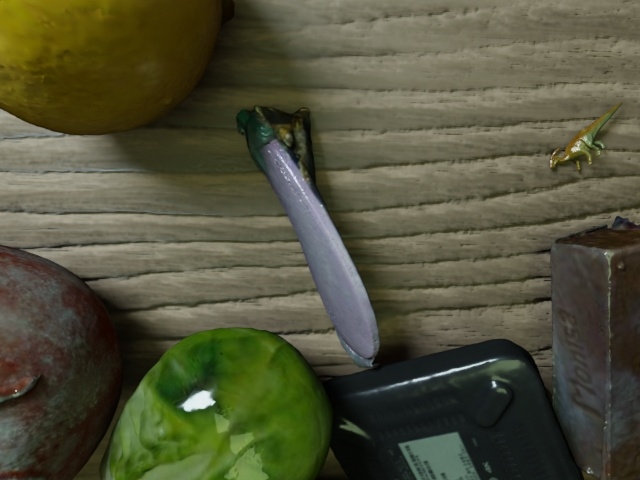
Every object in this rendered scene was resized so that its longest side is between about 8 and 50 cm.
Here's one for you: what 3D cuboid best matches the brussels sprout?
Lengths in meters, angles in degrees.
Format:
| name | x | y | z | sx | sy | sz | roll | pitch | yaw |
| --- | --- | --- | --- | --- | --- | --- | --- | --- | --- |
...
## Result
| name | x | y | z | sx | sy | sz | roll | pitch | yaw |
| --- | --- | --- | --- | --- | --- | --- | --- | --- | --- |
| brussels sprout | -0.124 | 0.221 | 0.485 | 0.271 | 0.210 | 0.219 | -37 | 77 | -4 |

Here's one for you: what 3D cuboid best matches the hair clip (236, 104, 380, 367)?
| name | x | y | z | sx | sy | sz | roll | pitch | yaw |
| --- | --- | --- | --- | --- | --- | --- | --- | --- | --- |
| hair clip | 0.001 | 0.000 | 0.506 | 0.110 | 0.095 | 0.359 | -16 | 95 | 33 |

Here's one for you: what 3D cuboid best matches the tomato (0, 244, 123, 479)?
| name | x | y | z | sx | sy | sz | roll | pitch | yaw |
| --- | --- | --- | --- | --- | --- | --- | --- | --- | --- |
| tomato | -0.384 | 0.151 | 0.435 | 0.316 | 0.282 | 0.317 | -1 | 103 | -5 |

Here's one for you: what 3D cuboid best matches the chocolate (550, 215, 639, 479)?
| name | x | y | z | sx | sy | sz | roll | pitch | yaw |
| --- | --- | --- | --- | --- | --- | --- | --- | --- | --- |
| chocolate | 0.361 | 0.135 | 0.525 | 0.112 | 0.112 | 0.321 | -6 | 99 | -15 |

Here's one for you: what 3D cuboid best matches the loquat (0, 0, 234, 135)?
| name | x | y | z | sx | sy | sz | roll | pitch | yaw |
| --- | --- | --- | --- | --- | --- | --- | --- | --- | --- |
| loquat | -0.211 | -0.233 | 0.372 | 0.275 | 0.275 | 0.275 | 0 | 102 | -2 |

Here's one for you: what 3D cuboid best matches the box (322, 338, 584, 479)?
| name | x | y | z | sx | sy | sz | roll | pitch | yaw |
| --- | --- | --- | --- | --- | --- | --- | --- | --- | --- |
| box | 0.168 | 0.281 | 0.542 | 0.289 | 0.073 | 0.290 | -21 | 105 | 21 |

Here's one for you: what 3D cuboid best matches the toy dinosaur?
| name | x | y | z | sx | sy | sz | roll | pitch | yaw |
| --- | --- | --- | --- | --- | --- | --- | --- | --- | --- |
| toy dinosaur | 0.346 | -0.125 | 0.530 | 0.113 | 0.026 | 0.041 | -41 | 84 | 15 |

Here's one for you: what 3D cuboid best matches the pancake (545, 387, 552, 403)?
| name | x | y | z | sx | sy | sz | roll | pitch | yaw |
| --- | --- | --- | --- | --- | --- | --- | --- | --- | --- |
| pancake | 0.256 | 0.255 | 0.591 | 0.257 | 0.056 | 0.212 | 9 | 105 | -3 |
